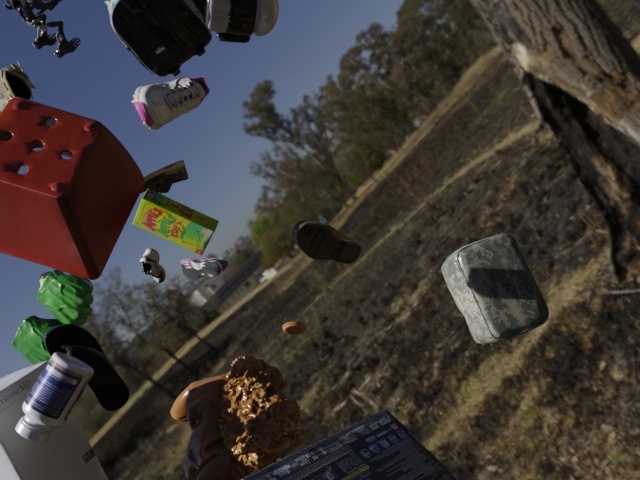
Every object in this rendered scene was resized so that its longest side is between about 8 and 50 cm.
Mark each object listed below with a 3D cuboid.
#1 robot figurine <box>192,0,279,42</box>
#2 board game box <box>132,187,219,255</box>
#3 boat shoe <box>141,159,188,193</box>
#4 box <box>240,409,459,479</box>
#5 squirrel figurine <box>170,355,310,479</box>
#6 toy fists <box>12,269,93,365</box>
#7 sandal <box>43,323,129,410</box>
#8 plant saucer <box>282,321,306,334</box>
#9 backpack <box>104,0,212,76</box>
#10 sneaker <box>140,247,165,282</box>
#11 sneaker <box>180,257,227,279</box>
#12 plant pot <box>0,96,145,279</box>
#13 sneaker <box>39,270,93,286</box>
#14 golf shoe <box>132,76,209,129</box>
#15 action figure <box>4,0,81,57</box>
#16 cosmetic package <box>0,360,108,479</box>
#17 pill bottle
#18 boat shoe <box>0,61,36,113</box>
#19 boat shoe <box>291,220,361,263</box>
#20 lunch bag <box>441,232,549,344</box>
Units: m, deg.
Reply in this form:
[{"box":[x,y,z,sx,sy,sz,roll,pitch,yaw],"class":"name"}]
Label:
[{"box":[-0.267,-0.725,1.849,0.209,0.278,0.174,177,94,-75],"class":"robot figurine"},{"box":[-0.346,-0.043,1.435,0.092,0.181,0.043,-55,16,39],"class":"board game box"},{"box":[-0.491,-0.183,1.863,0.080,0.073,0.223,-23,12,39],"class":"boat shoe"},{"box":[0.089,0.501,1.098,0.395,0.318,0.097,-11,-54,-43],"class":"box"},{"box":[-0.212,0.505,1.482,0.397,0.281,0.370,-53,19,29],"class":"squirrel figurine"},{"box":[-0.719,0.223,1.651,0.279,0.142,0.096,-60,-14,3],"class":"toy fists"},{"box":[-0.538,0.294,1.413,0.097,0.254,0.054,-46,19,-25],"class":"sandal"},{"box":[-0.089,0.303,2.059,0.083,0.083,0.013,-43,38,41],"class":"plant saucer"},{"box":[-0.449,-0.608,1.633,0.225,0.191,0.253,-34,-34,9],"class":"backpack"},{"box":[-0.307,0.052,1.088,0.083,0.032,0.037,82,-152,-44],"class":"sneaker"},{"box":[-0.385,0.091,2.010,0.178,0.072,0.077,4,14,30],"class":"sneaker"},{"box":[-0.526,-0.120,1.177,0.236,0.267,0.267,111,176,-60],"class":"plant pot"},{"box":[-0.856,0.171,2.014,0.084,0.097,0.234,-14,-17,16],"class":"sneaker"},{"box":[-0.382,-0.372,1.555,0.140,0.115,0.306,-21,19,13],"class":"golf shoe"},{"box":[-0.770,-0.642,1.641,0.276,0.164,0.141,86,-155,-64],"class":"action figure"},{"box":[-0.677,0.507,1.405,0.156,0.385,0.217,-19,11,20],"class":"cosmetic package"},{"box":[-0.558,0.328,1.255,0.169,0.094,0.094,-62,6,-11],"class":"pill bottle"},{"box":[-0.810,-0.399,1.604,0.089,0.104,0.285,-39,43,14],"class":"boat shoe"},{"box":[0.000,0.000,1.928,0.307,0.104,0.111,27,-81,-49],"class":"boat shoe"},{"box":[0.492,0.152,1.781,0.212,0.305,0.256,-20,-13,-13],"class":"lunch bag"}]
